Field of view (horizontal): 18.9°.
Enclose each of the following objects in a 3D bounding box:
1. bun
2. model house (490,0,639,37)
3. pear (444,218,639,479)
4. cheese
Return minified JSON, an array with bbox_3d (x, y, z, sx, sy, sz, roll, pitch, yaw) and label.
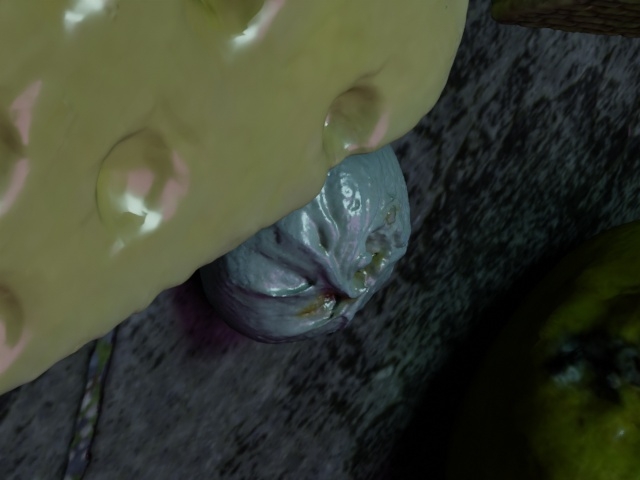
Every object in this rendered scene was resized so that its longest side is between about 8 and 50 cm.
[{"bbox_3d":[0.000,0.000,1.082,0.141,0.083,0.140,-38,147,-30],"label":"bun"},{"bbox_3d":[0.139,-0.209,0.930,0.195,0.189,0.214,4,119,-33],"label":"model house"},{"bbox_3d":[0.267,0.153,1.379,0.352,0.352,0.413,-56,159,-3],"label":"pear"},{"bbox_3d":[-0.111,-0.085,0.770,0.384,0.104,0.384,-29,130,-40],"label":"cheese"}]
